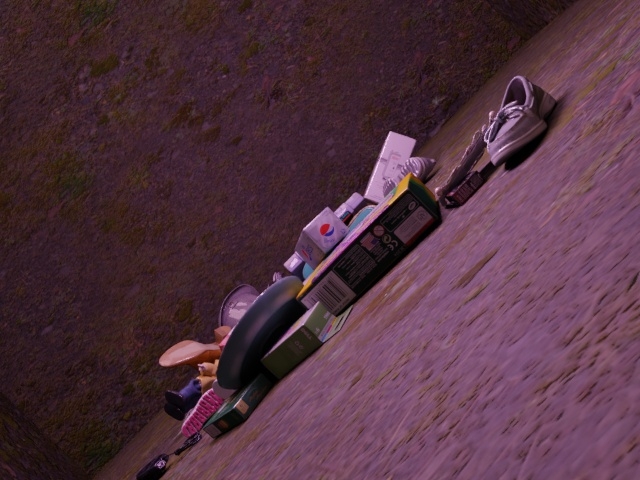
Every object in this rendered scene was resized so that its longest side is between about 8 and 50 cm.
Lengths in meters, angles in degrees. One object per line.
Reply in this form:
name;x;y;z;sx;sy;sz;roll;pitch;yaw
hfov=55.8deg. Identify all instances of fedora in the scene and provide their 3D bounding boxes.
fedora;-0.274;0.306;2.395;0.124;0.244;0.275;-3;29;40

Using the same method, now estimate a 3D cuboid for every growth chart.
growth chart;0.327;-0.177;1.346;0.237;0.021;0.172;-54;-18;-6

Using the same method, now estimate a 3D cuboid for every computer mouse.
computer mouse;-0.400;0.585;1.612;0.242;0.041;0.071;-37;4;20

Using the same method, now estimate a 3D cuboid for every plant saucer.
plant saucer;-0.126;0.232;1.452;0.317;0.044;0.317;-46;-25;-28

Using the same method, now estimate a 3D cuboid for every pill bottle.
pill bottle;-0.251;0.391;1.746;0.078;0.078;0.137;-44;3;33

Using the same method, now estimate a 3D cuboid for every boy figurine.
boy figurine;-0.393;0.478;2.025;0.285;0.092;0.177;-34;-43;-55

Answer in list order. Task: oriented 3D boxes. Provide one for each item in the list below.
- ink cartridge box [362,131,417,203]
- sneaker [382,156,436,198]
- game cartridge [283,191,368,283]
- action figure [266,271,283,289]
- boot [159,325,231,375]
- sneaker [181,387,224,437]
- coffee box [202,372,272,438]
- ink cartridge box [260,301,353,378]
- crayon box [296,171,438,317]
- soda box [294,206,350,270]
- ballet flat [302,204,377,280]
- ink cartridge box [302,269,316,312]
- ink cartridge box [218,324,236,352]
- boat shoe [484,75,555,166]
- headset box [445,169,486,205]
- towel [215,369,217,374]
ink cartridge box;0.272;-0.278;2.430;0.207;0.117;0.283;-49;-20;-89
sneaker;0.324;-0.205;2.190;0.115;0.105;0.281;-13;-17;-28
game cartridge;0.043;0.014;2.111;0.355;0.068;0.230;-46;-25;-5
action figure;-0.125;0.179;2.295;0.285;0.099;0.185;-27;-23;-25
boot;-0.425;0.449;2.167;0.295;0.104;0.211;-23;-53;-33
sneaker;-0.344;0.493;1.756;0.170;0.063;0.075;-52;11;-24
coffee box;-0.190;0.378;1.372;0.184;0.040;0.113;-44;3;45
ink cartridge box;-0.030;0.205;1.330;0.209;0.062;0.109;-43;3;29
crayon box;0.124;0.011;1.476;0.363;0.106;0.313;-46;1;16
soda box;0.000;0.000;1.704;0.098;0.091;0.286;-43;-4;-12
ballet flat;0.090;0.022;1.972;0.348;0.123;0.123;-45;2;18
ink cartridge box;-0.004;0.134;1.809;0.190;0.082;0.139;-47;3;-25
ink cartridge box;-0.176;0.290;1.738;0.198;0.067;0.115;-10;20;25
boat shoe;0.399;-0.252;1.244;0.118;0.103;0.320;-43;3;45
headset box;0.303;-0.107;1.281;0.083;0.032;0.062;-46;2;-2
towel;-0.181;0.296;2.027;0.370;0.040;0.271;-39;7;14
